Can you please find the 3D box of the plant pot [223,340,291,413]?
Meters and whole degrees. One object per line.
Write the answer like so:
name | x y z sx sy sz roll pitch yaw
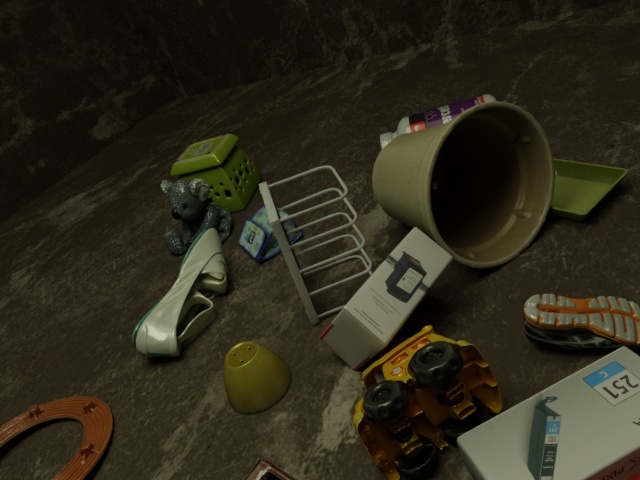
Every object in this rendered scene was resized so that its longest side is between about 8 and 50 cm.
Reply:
plant pot | -0.137 0.253 1.018 0.134 0.095 0.134 -17 32 11

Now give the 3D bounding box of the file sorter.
file sorter | 0.000 0.000 1.147 0.173 0.277 0.193 -22 31 -2

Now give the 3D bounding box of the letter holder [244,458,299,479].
letter holder | 0.022 0.398 0.502 0.215 0.301 0.152 10 44 41

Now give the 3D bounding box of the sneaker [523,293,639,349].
sneaker | 0.439 0.142 0.852 0.215 0.083 0.084 9 45 14

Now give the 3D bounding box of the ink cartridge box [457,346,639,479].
ink cartridge box | 0.373 0.296 0.667 0.296 0.066 0.261 -26 30 -6

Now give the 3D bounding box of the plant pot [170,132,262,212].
plant pot | -0.362 -0.228 1.786 0.227 0.207 0.228 -10 32 20

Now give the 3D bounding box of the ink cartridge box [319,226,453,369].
ink cartridge box | 0.124 0.110 0.988 0.100 0.172 0.237 41 59 7

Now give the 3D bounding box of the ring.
ring | -0.587 0.429 1.045 0.337 0.032 0.336 -13 24 6

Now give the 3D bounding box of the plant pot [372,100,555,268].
plant pot | 0.285 -0.131 1.175 0.334 0.333 0.305 -33 21 -16

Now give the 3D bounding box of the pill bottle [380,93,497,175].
pill bottle | 0.337 -0.277 1.448 0.323 0.181 0.181 -13 33 15

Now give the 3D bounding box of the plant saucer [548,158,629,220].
plant saucer | 0.561 -0.110 1.185 0.188 0.045 0.188 -37 34 -23

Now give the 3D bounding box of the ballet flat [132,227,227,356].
ballet flat | -0.309 0.132 1.306 0.139 0.139 0.400 -4 40 28

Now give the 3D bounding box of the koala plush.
koala plush | -0.385 -0.093 1.579 0.196 0.221 0.203 3 39 36

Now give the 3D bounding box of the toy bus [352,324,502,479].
toy bus | 0.138 0.239 0.841 0.220 0.149 0.211 -32 19 -11

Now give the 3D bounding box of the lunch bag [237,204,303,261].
lunch bag | -0.150 -0.019 1.452 0.151 0.096 0.129 -45 38 -9
